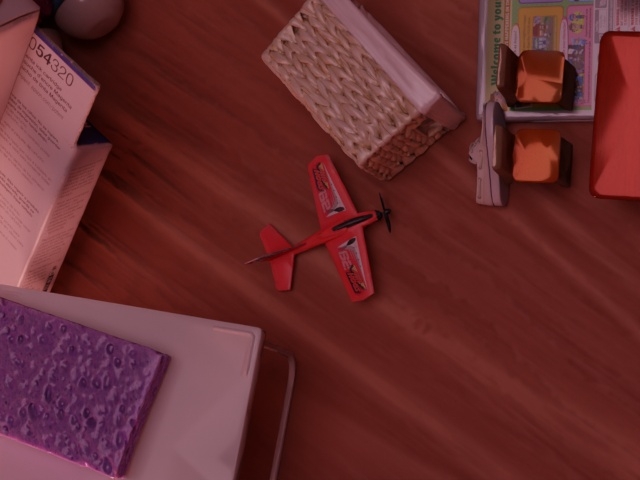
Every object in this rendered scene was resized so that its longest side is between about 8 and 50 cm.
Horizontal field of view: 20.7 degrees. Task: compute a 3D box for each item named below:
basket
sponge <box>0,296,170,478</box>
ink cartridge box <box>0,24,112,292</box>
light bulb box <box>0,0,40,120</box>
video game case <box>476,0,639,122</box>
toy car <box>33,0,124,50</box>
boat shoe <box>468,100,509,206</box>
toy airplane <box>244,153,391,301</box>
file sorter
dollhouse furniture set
[{"bbox_3d":[0.038,-0.147,1.654,0.103,0.113,0.167,-45,72,8],"label":"basket"},{"bbox_3d":[-0.248,0.124,1.558,0.210,0.031,0.117,18,85,17],"label":"sponge"},{"bbox_3d":[-0.345,-0.136,1.702,0.324,0.071,0.330,45,130,18],"label":"ink cartridge box"},{"bbox_3d":[-0.497,-0.155,1.613,0.358,0.225,0.361,41,131,14],"label":"light bulb box"},{"bbox_3d":[0.245,-0.217,1.651,0.193,0.023,0.212,0,83,16],"label":"video game case"},{"bbox_3d":[-0.300,-0.258,1.757,0.182,0.136,0.159,-35,73,9],"label":"toy car"},{"bbox_3d":[0.155,-0.081,1.643,0.035,0.035,0.100,1,106,26],"label":"boat shoe"},{"bbox_3d":[0.000,0.000,1.687,0.151,0.028,0.151,-3,80,17],"label":"toy airplane"},{"bbox_3d":[-0.178,0.163,1.639,0.277,0.173,0.193,9,83,17],"label":"file sorter"},{"bbox_3d":[0.287,-0.162,1.546,0.262,0.135,0.259,3,83,15],"label":"dollhouse furniture set"}]
